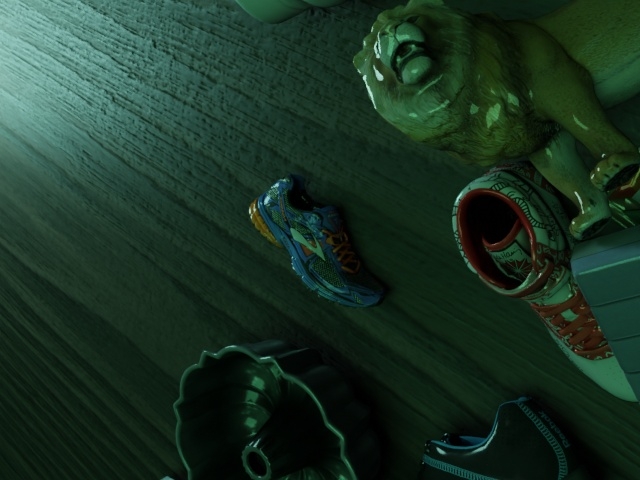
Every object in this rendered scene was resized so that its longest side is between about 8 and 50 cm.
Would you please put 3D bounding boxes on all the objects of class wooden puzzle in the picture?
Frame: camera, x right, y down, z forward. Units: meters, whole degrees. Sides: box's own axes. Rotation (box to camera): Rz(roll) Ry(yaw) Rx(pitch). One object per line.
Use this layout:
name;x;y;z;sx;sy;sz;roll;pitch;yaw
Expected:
wooden puzzle;0.305;-0.041;0.550;0.116;0.014;0.079;37;121;24

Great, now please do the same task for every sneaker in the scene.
sneaker;0.220;0.052;0.554;0.090;0.145;0.270;-34;81;38
sneaker;0.000;0.000;0.750;0.221;0.083;0.087;44;115;16
sneaker;0.158;0.308;0.699;0.341;0.125;0.140;-41;61;30

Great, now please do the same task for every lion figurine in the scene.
lion figurine;0.238;-0.164;0.474;0.392;0.142;0.240;-26;61;2

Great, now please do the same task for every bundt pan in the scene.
bundt pan;-0.049;0.285;0.827;0.330;0.124;0.331;11;108;35

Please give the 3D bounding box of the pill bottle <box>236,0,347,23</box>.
pill bottle;0.032;-0.336;0.588;0.283;0.160;0.160;-12;94;38

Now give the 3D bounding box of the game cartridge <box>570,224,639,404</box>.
game cartridge;0.391;0.044;0.408;0.355;0.068;0.230;-22;116;33

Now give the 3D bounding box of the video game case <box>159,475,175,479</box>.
video game case;-0.193;0.488;0.963;0.204;0.025;0.285;59;153;4
